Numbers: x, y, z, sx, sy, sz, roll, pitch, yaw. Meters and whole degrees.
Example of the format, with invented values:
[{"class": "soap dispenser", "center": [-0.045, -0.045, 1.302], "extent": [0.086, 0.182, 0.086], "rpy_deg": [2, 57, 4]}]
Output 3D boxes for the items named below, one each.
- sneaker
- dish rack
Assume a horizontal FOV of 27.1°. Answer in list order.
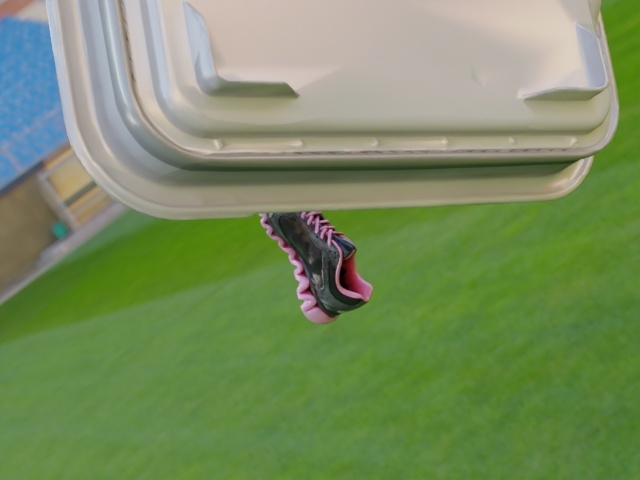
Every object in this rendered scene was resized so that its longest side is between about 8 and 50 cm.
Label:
[{"class": "sneaker", "center": [0.000, 0.000, 0.928], "extent": [0.057, 0.119, 0.047], "rpy_deg": [-15, 16, 43]}, {"class": "dish rack", "center": [0.021, -0.161, 0.696], "extent": [0.332, 0.286, 0.072], "rpy_deg": [-3, -14, -32]}]
